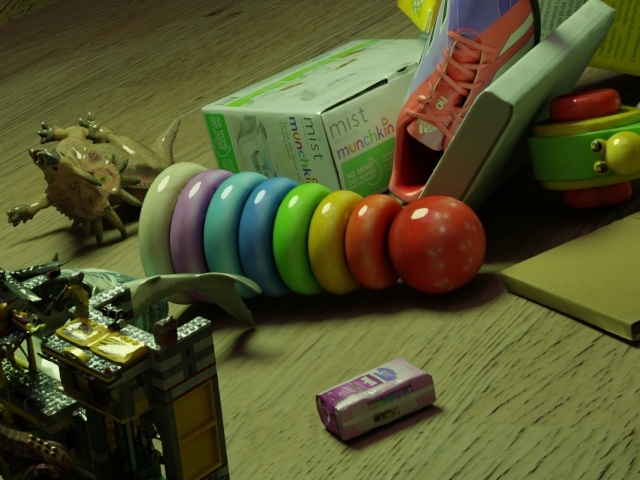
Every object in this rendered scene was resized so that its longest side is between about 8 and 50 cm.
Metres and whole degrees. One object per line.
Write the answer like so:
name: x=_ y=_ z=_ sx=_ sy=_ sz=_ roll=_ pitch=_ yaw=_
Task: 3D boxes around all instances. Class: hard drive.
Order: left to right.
hard drive: x=0.188 y=-0.114 z=1.566 sx=0.040 sy=0.203 sz=0.307 roll=35 pitch=35 yaw=9

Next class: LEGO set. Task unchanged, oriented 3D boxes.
LEGO set: x=-0.220 y=0.117 z=1.089 sx=0.255 sy=0.192 sz=0.331 roll=-23 pitch=32 yaw=-32

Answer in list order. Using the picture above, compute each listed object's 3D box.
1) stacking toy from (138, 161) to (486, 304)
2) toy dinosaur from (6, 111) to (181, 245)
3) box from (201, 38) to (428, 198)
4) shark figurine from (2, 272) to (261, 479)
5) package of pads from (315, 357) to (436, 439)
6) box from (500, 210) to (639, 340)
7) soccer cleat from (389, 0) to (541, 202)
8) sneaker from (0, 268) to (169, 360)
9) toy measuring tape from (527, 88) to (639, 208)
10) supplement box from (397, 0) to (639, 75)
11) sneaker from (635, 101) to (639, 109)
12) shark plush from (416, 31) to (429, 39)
stacking toy: x=0.000 y=0.000 z=1.473 sx=0.330 sy=0.141 sz=0.141 roll=3 pitch=24 yaw=27
toy dinosaur: x=-0.250 y=-0.078 z=1.912 sx=0.200 sy=0.127 sz=0.296 roll=13 pitch=20 yaw=42
box: x=0.037 y=-0.146 z=1.852 sx=0.262 sy=0.126 sz=0.231 roll=-28 pitch=23 yaw=-35
shark figurine: x=-0.181 y=0.099 z=1.363 sx=0.166 sy=0.116 sz=0.278 roll=28 pitch=43 yaw=14
package of pads: x=0.042 y=0.121 z=1.209 sx=0.083 sy=0.032 sz=0.050 roll=-22 pitch=16 yaw=-19
box: x=0.270 y=0.026 z=1.324 sx=0.164 sy=0.021 sz=0.201 roll=-22 pitch=19 yaw=-19
soccer cleat: x=0.140 y=-0.160 z=1.606 sx=0.109 sy=0.318 sz=0.116 roll=34 pitch=56 yaw=14
sneaker: x=-0.267 y=0.078 z=1.525 sx=0.283 sy=0.110 sz=0.122 roll=2 pitch=7 yaw=36
toy measuring tape: x=0.253 y=-0.098 z=1.578 sx=0.121 sy=0.121 sz=0.330 roll=-16 pitch=9 yaw=-3
supplement box: x=0.293 y=-0.316 z=1.825 sx=0.357 sy=0.194 sz=0.195 roll=10 pitch=16 yaw=-10
sneaker: x=0.413 y=-0.120 z=1.538 sx=0.232 sy=0.090 sz=0.115 roll=-11 pitch=22 yaw=17
shark plush: x=0.111 y=-0.245 z=2.179 sx=0.161 sy=0.067 sz=0.073 roll=-24 pitch=20 yaw=-24
